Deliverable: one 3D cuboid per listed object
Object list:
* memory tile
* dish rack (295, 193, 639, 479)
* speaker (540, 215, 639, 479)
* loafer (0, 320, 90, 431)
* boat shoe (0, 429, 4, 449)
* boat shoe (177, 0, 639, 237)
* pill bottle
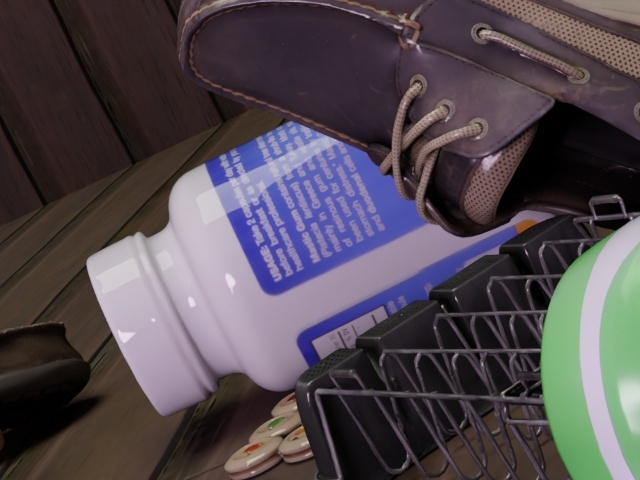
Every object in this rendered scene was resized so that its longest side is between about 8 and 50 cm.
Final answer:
[{"bbox_3d":[0.021,0.090,1.098,0.148,0.012,0.113,-21,11,27],"label":"memory tile"},{"bbox_3d":[0.122,0.047,0.902,0.208,0.074,0.271,-32,13,-27],"label":"dish rack"},{"bbox_3d":[0.213,0.023,0.600,0.296,0.131,0.131,-17,13,44],"label":"speaker"},{"bbox_3d":[-0.357,0.080,1.480,0.366,0.130,0.134,-3,-14,1],"label":"loafer"},{"bbox_3d":[-0.333,0.167,1.311,0.324,0.120,0.122,-33,8,36],"label":"boat shoe"},{"bbox_3d":[0.091,-0.078,1.062,0.355,0.132,0.130,9,51,5],"label":"boat shoe"},{"bbox_3d":[0.000,0.000,1.217,0.272,0.152,0.152,-26,9,0],"label":"pill bottle"}]
